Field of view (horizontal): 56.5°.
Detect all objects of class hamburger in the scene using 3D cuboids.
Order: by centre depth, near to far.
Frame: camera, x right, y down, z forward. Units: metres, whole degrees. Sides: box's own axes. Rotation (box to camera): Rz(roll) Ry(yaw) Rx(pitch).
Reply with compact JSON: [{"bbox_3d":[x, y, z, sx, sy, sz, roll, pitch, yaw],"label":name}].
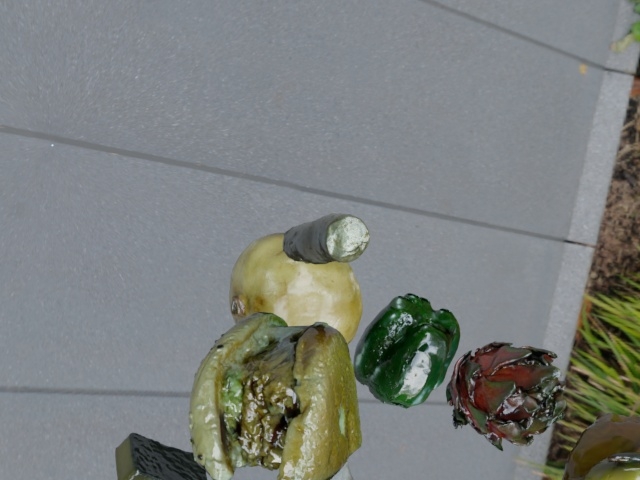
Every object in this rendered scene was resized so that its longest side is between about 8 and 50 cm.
[{"bbox_3d":[-0.048,0.180,0.724,0.167,0.288,0.193,-8,81,13],"label":"hamburger"}]

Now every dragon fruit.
[{"bbox_3d":[0.305,0.248,0.971,0.182,0.188,0.183,-14,110,-43],"label":"dragon fruit"}]

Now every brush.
[{"bbox_3d":[-0.319,0.473,1.216,0.197,0.123,0.059,35,97,-33],"label":"brush"}]

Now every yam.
[{"bbox_3d":[0.000,0.000,0.896,0.067,0.317,0.071,-12,92,-15],"label":"yam"}]

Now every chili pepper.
[{"bbox_3d":[0.217,0.269,1.491,0.248,0.233,0.257,-37,152,-56],"label":"chili pepper"}]

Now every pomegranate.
[{"bbox_3d":[-0.066,0.143,1.416,0.332,0.332,0.333,-4,100,-24],"label":"pomegranate"}]

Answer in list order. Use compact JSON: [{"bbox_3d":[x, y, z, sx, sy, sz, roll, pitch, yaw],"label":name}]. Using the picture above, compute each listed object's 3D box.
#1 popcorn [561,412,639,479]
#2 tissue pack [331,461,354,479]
[{"bbox_3d":[0.371,0.329,0.669,0.297,0.316,0.281,-16,117,19],"label":"popcorn"},{"bbox_3d":[-0.053,0.523,0.767,0.194,0.376,0.390,21,129,-2],"label":"tissue pack"}]
